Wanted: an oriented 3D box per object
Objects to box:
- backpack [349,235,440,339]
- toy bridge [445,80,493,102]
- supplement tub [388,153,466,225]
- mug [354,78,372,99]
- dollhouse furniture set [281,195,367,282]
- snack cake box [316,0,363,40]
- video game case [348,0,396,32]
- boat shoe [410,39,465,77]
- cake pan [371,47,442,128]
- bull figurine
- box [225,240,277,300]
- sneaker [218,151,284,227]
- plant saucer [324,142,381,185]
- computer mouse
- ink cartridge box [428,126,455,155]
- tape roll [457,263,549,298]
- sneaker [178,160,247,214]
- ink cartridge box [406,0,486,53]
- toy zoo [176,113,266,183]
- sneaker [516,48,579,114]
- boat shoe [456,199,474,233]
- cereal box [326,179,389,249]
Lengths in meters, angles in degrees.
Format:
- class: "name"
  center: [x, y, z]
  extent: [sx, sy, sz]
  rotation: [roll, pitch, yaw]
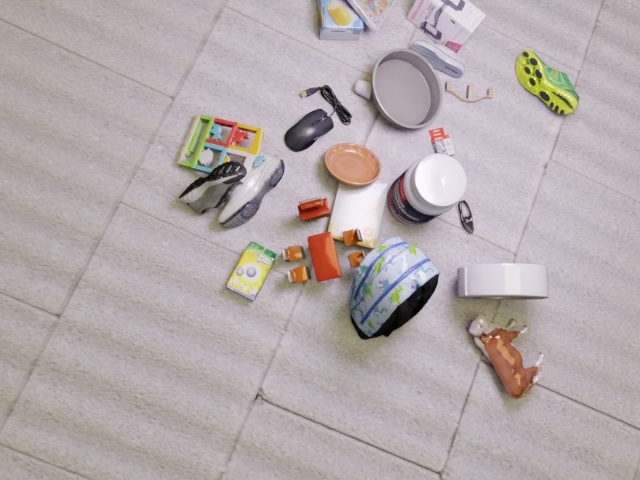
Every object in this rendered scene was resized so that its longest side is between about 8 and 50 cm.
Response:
- class: "backpack"
  center: [0.226, 0.146, 1.550]
  extent: [0.290, 0.355, 0.273]
  rotation: [-31, 86, -12]
- class: "toy bridge"
  center: [0.558, -0.551, 1.882]
  extent: [0.188, 0.026, 0.063]
  rotation: [7, 82, -8]
- class: "supplement tub"
  center: [0.346, -0.164, 1.660]
  extent: [0.191, 0.272, 0.191]
  rotation: [1, 80, -8]
- class: "mug"
  center: [0.158, -0.549, 1.812]
  extent: [0.064, 0.078, 0.062]
  rotation: [19, 111, 4]
- class: "dollhouse furniture set"
  center: [0.000, 0.000, 1.614]
  extent: [0.262, 0.135, 0.259]
  rotation: [-15, 84, 6]
- class: "snack cake box"
  center: [0.066, -0.871, 1.827]
  extent: [0.152, 0.089, 0.264]
  rotation: [-3, 82, -9]
- class: "video game case"
  center: [0.174, -0.892, 1.806]
  extent: [0.206, 0.026, 0.227]
  rotation: [43, 57, -24]
- class: "boat shoe"
  center: [0.438, -0.687, 1.868]
  extent: [0.226, 0.083, 0.076]
  rotation: [26, 66, -15]
- class: "cake pan"
  center: [0.302, -0.535, 1.793]
  extent: [0.293, 0.054, 0.293]
  rotation: [3, 82, -24]
- class: "bull figurine"
  center: [0.631, 0.371, 1.705]
  extent: [0.188, 0.101, 0.310]
  rotation: [-24, 85, -14]
- class: "box"
  center: [-0.224, 0.098, 1.648]
  extent: [0.105, 0.043, 0.179]
  rotation: [27, 76, -4]
- class: "sneaker"
  center: [-0.246, -0.170, 1.671]
  extent: [0.129, 0.111, 0.297]
  rotation: [33, 74, 15]
- class: "plant saucer"
  center: [0.109, -0.255, 1.724]
  extent: [0.200, 0.037, 0.200]
  rotation: [7, 51, -8]
- class: "computer mouse"
  center: [-0.030, -0.441, 1.756]
  extent: [0.262, 0.060, 0.184]
  rotation: [-32, 88, -13]
- class: "ink cartridge box"
  center: [0.441, -0.359, 1.831]
  extent: [0.062, 0.029, 0.115]
  rotation: [-15, 84, -10]
- class: "tape roll"
  center: [0.592, 0.140, 1.644]
  extent: [0.286, 0.286, 0.100]
  rotation: [3, 81, -8]
- class: "sneaker"
  center: [-0.324, -0.165, 1.591]
  extent: [0.108, 0.271, 0.100]
  rotation: [50, 39, -24]
- class: "ink cartridge box"
  center: [0.453, -0.818, 1.834]
  extent: [0.237, 0.172, 0.100]
  rotation: [39, 77, -1]
- class: "toy zoo"
  center: [-0.310, -0.300, 1.653]
  extent: [0.293, 0.030, 0.192]
  rotation: [16, 78, 16]
- class: "sneaker"
  center: [0.862, -0.603, 1.913]
  extent: [0.295, 0.109, 0.123]
  rotation: [49, 52, 5]
- class: "boat shoe"
  center: [0.523, -0.084, 1.794]
  extent: [0.046, 0.038, 0.125]
  rotation: [-12, 83, -10]
- class: "cereal box"
  center: [0.128, -0.103, 1.730]
  extent: [0.173, 0.047, 0.240]
  rotation: [15, 79, -4]
